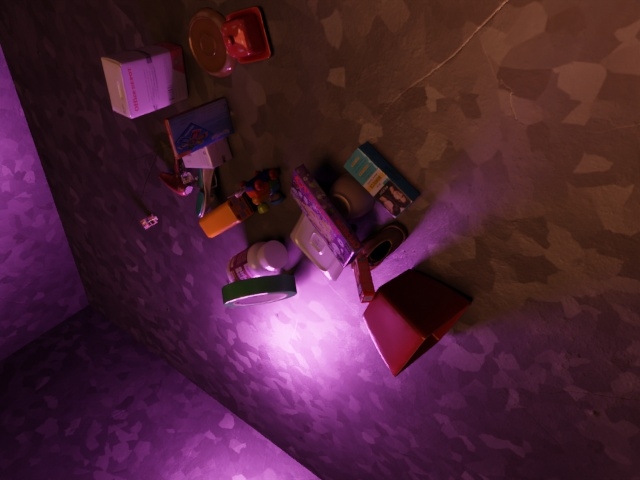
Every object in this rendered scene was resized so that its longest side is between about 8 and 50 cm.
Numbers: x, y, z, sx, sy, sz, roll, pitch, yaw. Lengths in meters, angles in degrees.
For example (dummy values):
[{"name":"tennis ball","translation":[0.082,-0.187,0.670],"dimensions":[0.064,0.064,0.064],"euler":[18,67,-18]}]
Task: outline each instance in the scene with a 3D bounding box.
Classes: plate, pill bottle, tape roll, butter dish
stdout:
[{"name":"plate","translation":[0.000,0.000,1.766],"dimensions":[0.277,0.045,0.278],"euler":[47,139,15]},{"name":"pill bottle","translation":[-0.275,0.102,2.004],"dimensions":[0.302,0.169,0.169],"euler":[-27,100,48]},{"name":"tape roll","translation":[-0.264,0.221,1.977],"dimensions":[0.321,0.322,0.077],"euler":[-28,68,47]},{"name":"butter dish","translation":[-0.264,-0.657,1.482],"dimensions":[0.160,0.118,0.159],"euler":[8,123,37]}]

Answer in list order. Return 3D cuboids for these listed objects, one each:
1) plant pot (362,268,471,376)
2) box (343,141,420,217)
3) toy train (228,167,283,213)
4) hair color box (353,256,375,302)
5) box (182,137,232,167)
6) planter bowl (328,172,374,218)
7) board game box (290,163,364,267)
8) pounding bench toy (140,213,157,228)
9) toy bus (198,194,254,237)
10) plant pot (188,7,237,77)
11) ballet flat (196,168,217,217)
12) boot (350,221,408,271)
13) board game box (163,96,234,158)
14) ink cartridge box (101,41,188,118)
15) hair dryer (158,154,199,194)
[{"name":"plant pot","translation":[0.307,0.259,1.581],"dimensions":[0.235,0.268,0.267],"euler":[47,140,24]},{"name":"box","translation":[0.196,-0.194,1.472],"dimensions":[0.244,0.060,0.100],"euler":[46,138,5]},{"name":"toy train","translation":[-0.243,-0.163,1.730],"dimensions":[0.105,0.248,0.143],"euler":[0,124,40]},{"name":"hair color box","translation":[0.148,0.135,1.555],"dimensions":[0.072,0.043,0.141],"euler":[99,164,-56]},{"name":"box","translation":[-0.481,-0.398,1.853],"dimensions":[0.182,0.119,0.180],"euler":[7,124,36]},{"name":"planter bowl","translation":[0.090,-0.138,1.567],"dimensions":[0.162,0.109,0.162],"euler":[21,131,27]},{"name":"board game box","translation":[0.013,-0.078,1.576],"dimensions":[0.346,0.056,0.208],"euler":[54,160,11]},{"name":"pounding bench toy","translation":[-0.935,-0.105,2.490],"dimensions":[0.083,0.065,0.052],"euler":[-22,104,46]},{"name":"toy bus","translation":[-0.427,-0.102,2.013],"dimensions":[0.333,0.130,0.108],"euler":[-21,104,46]},{"name":"plant pot","translation":[-0.393,-0.699,1.626],"dimensions":[0.237,0.032,0.236],"euler":[21,131,27]},{"name":"ballet flat","translation":[-0.494,-0.219,1.993],"dimensions":[0.086,0.086,0.248],"euler":[20,113,29]},{"name":"boot","translation":[0.180,0.049,1.624],"dimensions":[0.112,0.115,0.305],"euler":[45,140,2]},{"name":"board game box","translation":[-0.441,-0.420,1.681],"dimensions":[0.027,0.281,0.145],"euler":[14,127,34]},{"name":"ink cartridge box","translation":[-0.655,-0.612,1.721],"dimensions":[0.117,0.283,0.207],"euler":[25,133,24]},{"name":"hair dryer","translation":[-0.648,-0.319,2.106],"dimensions":[0.294,0.080,0.223],"euler":[-15,96,38]}]
